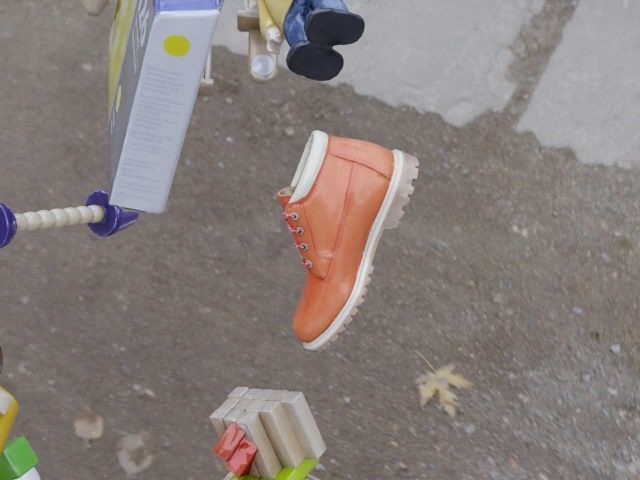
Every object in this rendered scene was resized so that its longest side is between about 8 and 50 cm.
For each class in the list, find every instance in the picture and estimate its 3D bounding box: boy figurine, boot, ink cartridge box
[{"bbox_3d":[-0.035,-0.338,1.244,0.177,0.092,0.285,-55,44,33],"label":"boy figurine"},{"bbox_3d":[0.000,0.000,0.674,0.085,0.059,0.157,18,100,-16],"label":"boot"},{"bbox_3d":[-0.153,-0.238,0.939,0.072,0.307,0.303,8,42,-17],"label":"ink cartridge box"}]

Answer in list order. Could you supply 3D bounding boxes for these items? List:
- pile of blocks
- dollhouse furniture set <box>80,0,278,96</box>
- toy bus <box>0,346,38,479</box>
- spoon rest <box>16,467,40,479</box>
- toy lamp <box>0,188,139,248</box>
[{"bbox_3d":[-0.069,0.342,1.171,0.149,0.362,0.113,20,40,26],"label":"pile of blocks"},{"bbox_3d":[-0.185,-0.338,1.278,0.304,0.355,0.173,1,77,-5],"label":"dollhouse furniture set"},{"bbox_3d":[-0.270,0.125,0.677,0.104,0.191,0.202,-22,85,29],"label":"toy bus"},{"bbox_3d":[-0.473,0.457,1.461,0.137,0.084,0.276,-21,74,-11],"label":"spoon rest"},{"bbox_3d":[-0.389,-0.037,1.459,0.080,0.275,0.080,3,96,34],"label":"toy lamp"}]
